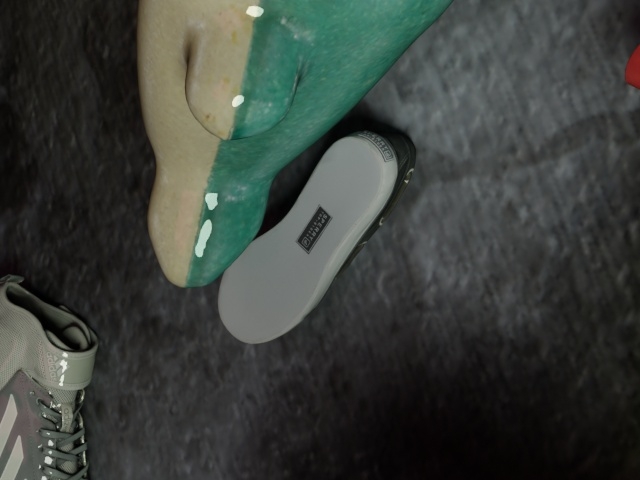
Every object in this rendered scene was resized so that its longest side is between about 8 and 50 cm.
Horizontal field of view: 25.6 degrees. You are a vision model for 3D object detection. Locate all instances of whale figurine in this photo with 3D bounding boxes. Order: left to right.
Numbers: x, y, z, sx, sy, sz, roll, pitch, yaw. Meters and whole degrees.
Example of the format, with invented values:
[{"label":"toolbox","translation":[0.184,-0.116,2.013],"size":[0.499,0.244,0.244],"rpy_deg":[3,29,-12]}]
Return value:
[{"label":"whale figurine","translation":[-0.010,-0.103,0.638],"size":[0.216,0.141,0.272],"rpy_deg":[-89,11,-57]}]

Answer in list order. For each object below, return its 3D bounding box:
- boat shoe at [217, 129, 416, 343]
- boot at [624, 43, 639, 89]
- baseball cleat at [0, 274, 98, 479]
[{"label":"boat shoe","translation":[0.000,0.000,0.701],"size":[0.049,0.040,0.142],"rpy_deg":[50,125,15]},{"label":"boot","translation":[0.190,-0.008,0.508],"size":[0.176,0.088,0.244],"rpy_deg":[4,90,42]},{"label":"baseball cleat","translation":[-0.165,0.119,0.839],"size":[0.109,0.072,0.206],"rpy_deg":[-36,75,31]}]
